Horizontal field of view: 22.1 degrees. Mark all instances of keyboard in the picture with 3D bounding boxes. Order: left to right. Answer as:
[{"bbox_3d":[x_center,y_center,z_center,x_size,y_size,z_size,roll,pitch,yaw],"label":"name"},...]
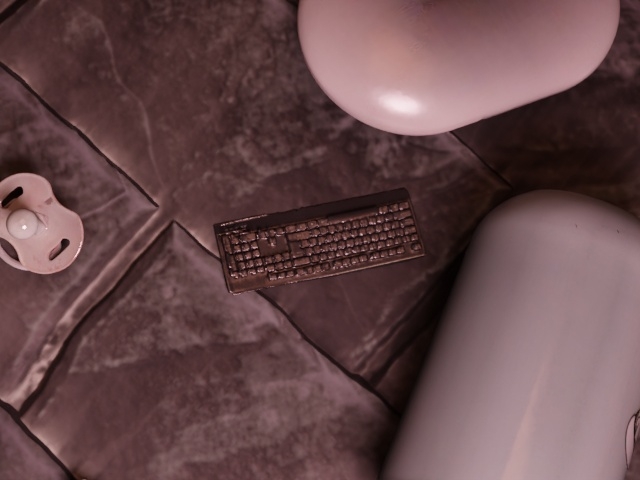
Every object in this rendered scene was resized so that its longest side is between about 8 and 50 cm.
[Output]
[{"bbox_3d":[0.000,0.000,1.560,0.197,0.015,0.074,-11,78,-13],"label":"keyboard"}]

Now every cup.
[{"bbox_3d":[0.194,0.122,1.467,0.206,0.205,0.312,23,73,-4],"label":"cup"}]

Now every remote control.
[{"bbox_3d":[0.137,-0.223,1.593,0.332,0.103,0.221,-20,76,-15],"label":"remote control"}]

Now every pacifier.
[{"bbox_3d":[-0.266,-0.012,1.482,0.081,0.078,0.099,-43,88,4],"label":"pacifier"}]

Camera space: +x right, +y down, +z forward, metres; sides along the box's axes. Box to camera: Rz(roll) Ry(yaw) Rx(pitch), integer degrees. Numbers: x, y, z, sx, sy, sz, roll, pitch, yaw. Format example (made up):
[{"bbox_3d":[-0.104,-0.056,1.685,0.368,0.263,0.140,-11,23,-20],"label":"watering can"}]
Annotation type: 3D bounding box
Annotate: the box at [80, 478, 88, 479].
[{"bbox_3d":[-0.167,0.305,1.442,0.177,0.036,0.115,33,74,-2],"label":"box"}]
